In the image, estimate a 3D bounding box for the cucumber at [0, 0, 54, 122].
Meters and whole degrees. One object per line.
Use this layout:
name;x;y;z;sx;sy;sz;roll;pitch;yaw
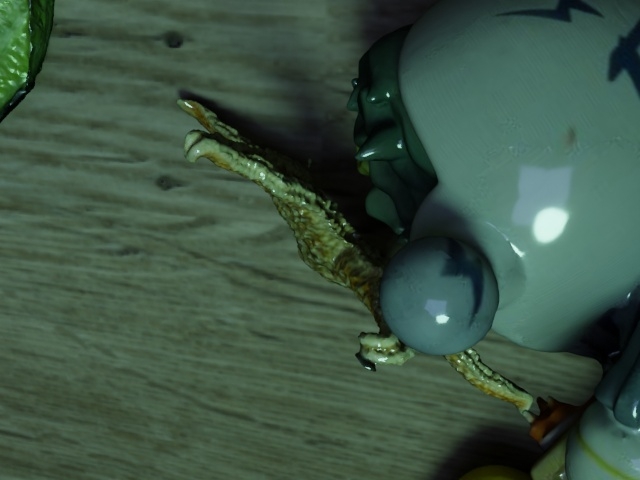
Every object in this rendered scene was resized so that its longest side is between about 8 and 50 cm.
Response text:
cucumber;-0.235;-0.111;0.611;0.220;0.046;0.070;-36;101;25

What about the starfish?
starfish;0.004;-0.004;0.513;0.048;0.231;0.295;-46;75;5

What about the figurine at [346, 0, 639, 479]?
figurine;0.150;0.018;0.424;0.186;0.261;0.382;-45;64;27

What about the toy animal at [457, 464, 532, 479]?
toy animal;0.232;0.243;0.517;0.345;0.247;0.277;-37;99;23
